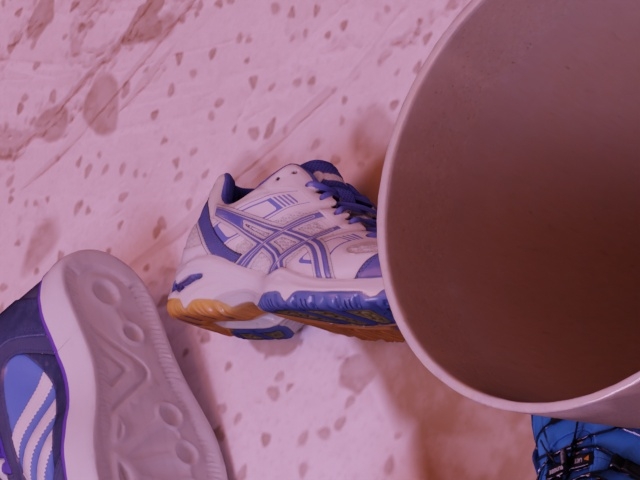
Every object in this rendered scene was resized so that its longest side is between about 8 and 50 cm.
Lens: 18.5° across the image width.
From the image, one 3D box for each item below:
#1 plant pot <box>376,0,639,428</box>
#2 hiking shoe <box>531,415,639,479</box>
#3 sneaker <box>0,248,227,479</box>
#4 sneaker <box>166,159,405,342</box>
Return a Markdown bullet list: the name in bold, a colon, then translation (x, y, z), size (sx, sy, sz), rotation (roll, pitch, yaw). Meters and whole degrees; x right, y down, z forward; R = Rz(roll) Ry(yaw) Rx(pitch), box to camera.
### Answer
- **plant pot**: translation (0.214, 0.001, 1.052), size (0.256, 0.274, 0.256), rotation (-21, 58, 38)
- **hiking shoe**: translation (0.168, 0.164, 1.134), size (0.113, 0.132, 0.304), rotation (-36, 50, 30)
- **sneaker**: translation (-0.198, 0.191, 1.528), size (0.236, 0.130, 0.322), rotation (-46, 49, 35)
- **sneaker**: translation (0.000, 0.000, 1.401), size (0.296, 0.112, 0.131), rotation (0, 72, 46)
